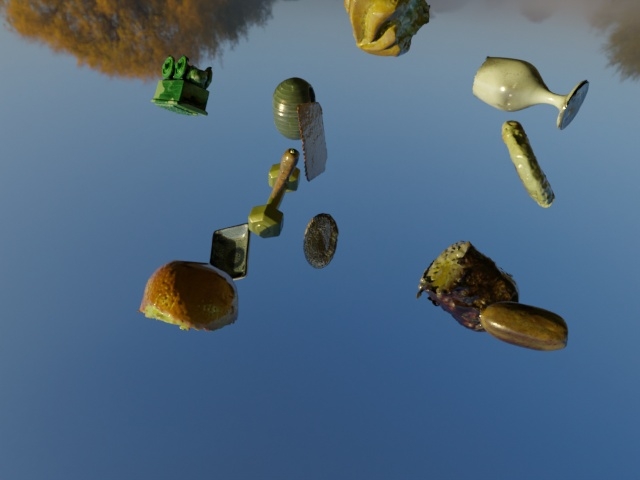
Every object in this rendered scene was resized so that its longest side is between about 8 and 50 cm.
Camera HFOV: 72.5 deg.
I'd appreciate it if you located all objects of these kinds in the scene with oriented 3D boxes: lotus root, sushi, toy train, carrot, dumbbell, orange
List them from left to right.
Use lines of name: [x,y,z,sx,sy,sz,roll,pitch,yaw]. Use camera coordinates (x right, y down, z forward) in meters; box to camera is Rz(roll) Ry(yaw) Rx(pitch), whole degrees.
toy train: [-0.525,-0.594,1.681,0.145,0.201,0.266,12,-174,-46]
orange: [-0.365,0.155,1.255,0.263,0.196,0.334,22,167,-16]
dumbbell: [-0.152,-0.142,1.486,0.108,0.121,0.302,13,-131,5]
carrot: [-0.112,-0.189,1.288,0.049,0.254,0.049,8,-117,-17]
sushi: [0.572,0.178,1.701,0.294,0.299,0.281,36,-101,-8]
lotus root: [0.585,0.249,1.259,0.241,0.124,0.123,8,-123,22]

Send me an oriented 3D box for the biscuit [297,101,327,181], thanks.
biscuit: [-0.020,-0.321,1.395,0.013,0.232,0.237,-2,-162,19]

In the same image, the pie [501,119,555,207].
pie: [0.643,-0.243,1.361,0.071,0.306,0.306,-24,-155,27]

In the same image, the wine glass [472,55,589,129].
wine glass: [0.498,-0.362,1.053,0.126,0.126,0.241,-26,-131,-35]

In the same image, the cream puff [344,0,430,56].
cream puff: [0.163,-0.701,1.239,0.270,0.323,0.274,-41,-113,-11]

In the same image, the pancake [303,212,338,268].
pancake: [-0.001,0.000,1.464,0.021,0.199,0.199,12,-155,-36]

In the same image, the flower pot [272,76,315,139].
flower pot: [-0.099,-0.500,1.666,0.157,0.243,0.189,1,-132,4]

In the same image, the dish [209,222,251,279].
dish: [-0.347,0.063,1.748,0.182,0.080,0.243,-12,-120,20]
